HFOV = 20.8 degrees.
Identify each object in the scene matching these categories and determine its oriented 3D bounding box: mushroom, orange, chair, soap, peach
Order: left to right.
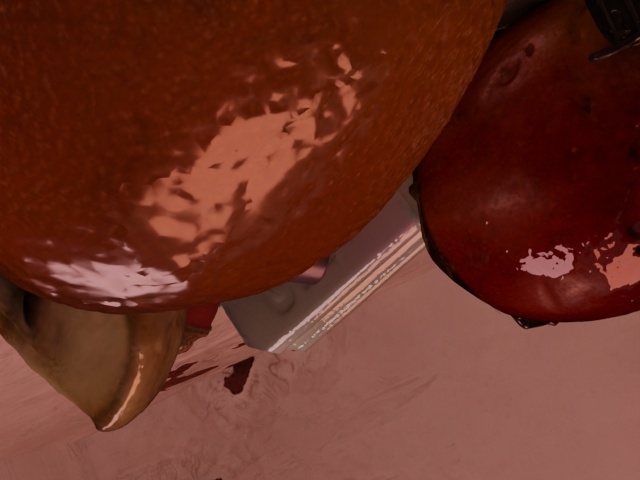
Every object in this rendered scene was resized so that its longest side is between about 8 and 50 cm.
[{"bbox_3d":[-0.223,-0.007,1.574,0.212,0.292,0.217,-63,171,29],"label":"mushroom"},{"bbox_3d":[-0.069,-0.131,0.910,0.357,0.322,0.322,-34,169,10],"label":"orange"},{"bbox_3d":[0.000,0.000,2.127,0.289,0.173,0.095,-42,161,26],"label":"soap"},{"bbox_3d":[0.295,-0.095,1.829,0.416,0.339,0.353,-35,-174,11],"label":"peach"},{"bbox_3d":[0.314,-0.255,1.634,0.145,0.140,0.221,-26,173,23],"label":"chair"}]

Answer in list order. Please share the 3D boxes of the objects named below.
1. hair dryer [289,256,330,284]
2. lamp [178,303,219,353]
[{"bbox_3d":[-0.088,-0.072,1.711,0.301,0.121,0.361,10,144,-22],"label":"hair dryer"},{"bbox_3d":[-0.207,0.053,2.041,0.177,0.177,0.274,-23,171,3],"label":"lamp"}]
